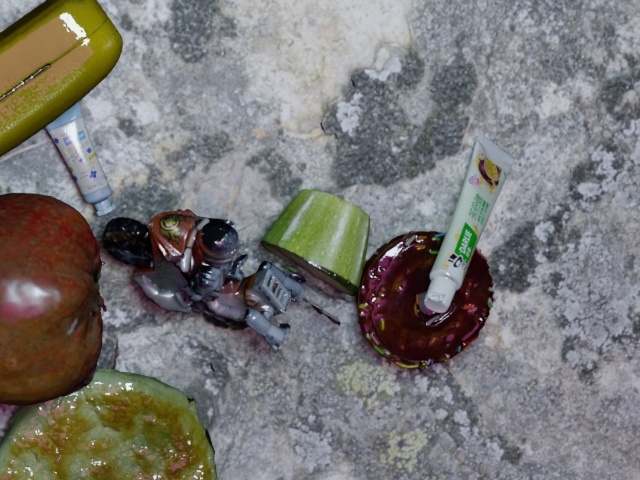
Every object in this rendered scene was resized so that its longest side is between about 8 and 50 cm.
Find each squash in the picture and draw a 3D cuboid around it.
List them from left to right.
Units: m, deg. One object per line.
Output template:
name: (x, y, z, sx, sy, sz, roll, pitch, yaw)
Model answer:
squash: (0.000, 0.000, 2.023, 0.170, 0.170, 0.122, 27, 79, -20)

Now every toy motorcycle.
toy motorcycle: (-0.131, 0.067, 1.996, 0.401, 0.207, 0.134, 39, 49, -27)

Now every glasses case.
glasses case: (-0.443, -0.201, 1.832, 0.371, 0.173, 0.141, -35, 110, 0)

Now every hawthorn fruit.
hawthorn fruit: (-0.456, 0.086, 1.852, 0.325, 0.308, 0.308, -18, 110, -23)

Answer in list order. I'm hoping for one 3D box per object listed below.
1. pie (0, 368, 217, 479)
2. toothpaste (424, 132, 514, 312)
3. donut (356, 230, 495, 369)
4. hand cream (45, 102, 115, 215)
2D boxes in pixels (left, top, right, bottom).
pie: (-0.346, 0.346, 2.070, 0.371, 0.078, 0.296, -2, 107, -15)
toothpaste: (0.230, -0.026, 2.058, 0.058, 0.056, 0.314, 70, 38, -55)
donut: (0.164, 0.089, 2.121, 0.235, 0.089, 0.235, -4, 106, -13)
hand cream: (-0.354, -0.118, 1.952, 0.065, 0.043, 0.170, -26, 106, -12)
